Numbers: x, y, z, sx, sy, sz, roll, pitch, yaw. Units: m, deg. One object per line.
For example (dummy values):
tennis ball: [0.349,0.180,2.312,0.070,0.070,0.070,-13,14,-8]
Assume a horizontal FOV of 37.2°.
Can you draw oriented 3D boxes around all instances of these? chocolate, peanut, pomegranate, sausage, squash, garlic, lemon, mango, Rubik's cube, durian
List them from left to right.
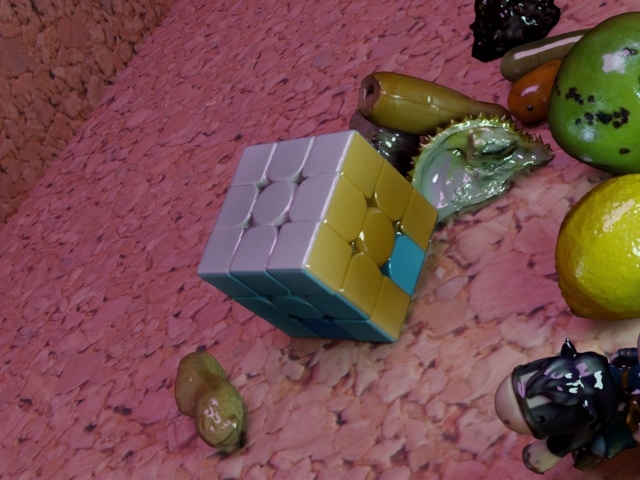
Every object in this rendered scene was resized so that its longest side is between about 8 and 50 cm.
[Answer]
peanut: [-0.211,0.303,1.818,0.117,0.101,0.263,-62,34,7]
Rubik's cube: [0.000,0.000,1.774,0.290,0.291,0.291,-3,58,42]
garlic: [0.144,-0.212,2.087,0.245,0.160,0.245,-51,24,33]
sausage: [0.247,-0.263,1.947,0.134,0.354,0.116,1,83,63]
durian: [0.297,-0.153,1.866,0.306,0.172,0.166,-24,57,7]
chocolate: [0.431,-0.566,2.238,0.224,0.177,0.206,-12,39,32]
mango: [0.459,-0.310,1.964,0.165,0.089,0.115,-36,22,-6]
squash: [0.505,-0.400,2.046,0.250,0.083,0.083,-11,40,31]
lemon: [0.463,0.011,1.430,0.260,0.204,0.204,-53,30,10]
pomegranate: [0.537,-0.225,1.606,0.291,0.291,0.323,-30,42,12]

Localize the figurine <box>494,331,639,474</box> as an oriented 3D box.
figurine: [0.409,0.177,1.167,0.412,0.306,0.241,-20,45,29]
